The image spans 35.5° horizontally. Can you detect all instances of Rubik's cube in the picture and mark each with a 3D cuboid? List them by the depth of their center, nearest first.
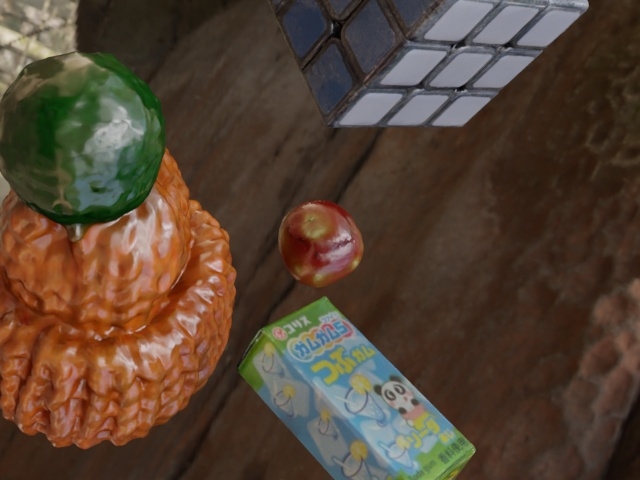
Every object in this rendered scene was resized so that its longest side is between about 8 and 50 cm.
[{"bbox_3d":[0.138,-0.363,1.441,0.301,0.303,0.305,-42,-114,42],"label":"Rubik's cube"}]

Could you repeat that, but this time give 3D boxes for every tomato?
[{"bbox_3d":[0.000,0.000,0.991,0.075,0.087,0.087,96,5,-63],"label":"tomato"}]

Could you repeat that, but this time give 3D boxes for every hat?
[{"bbox_3d":[-0.221,-0.017,0.906,0.285,0.285,0.400,-87,176,-46],"label":"hat"}]

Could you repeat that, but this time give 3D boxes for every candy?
[{"bbox_3d":[0.029,0.144,0.850,0.097,0.194,0.062,-24,152,-48],"label":"candy"}]
